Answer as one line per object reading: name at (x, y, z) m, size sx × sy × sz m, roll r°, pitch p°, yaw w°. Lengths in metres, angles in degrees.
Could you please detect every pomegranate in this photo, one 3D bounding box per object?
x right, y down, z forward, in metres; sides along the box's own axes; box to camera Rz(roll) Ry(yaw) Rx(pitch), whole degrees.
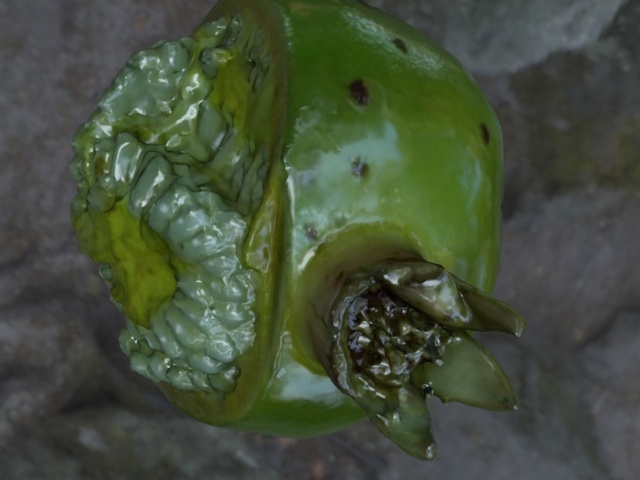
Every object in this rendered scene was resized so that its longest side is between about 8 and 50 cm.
pomegranate at (0.000, 0.000, 0.941) m, size 0.260 × 0.341 × 0.260 m, roll -16°, pitch 126°, yaw -22°
